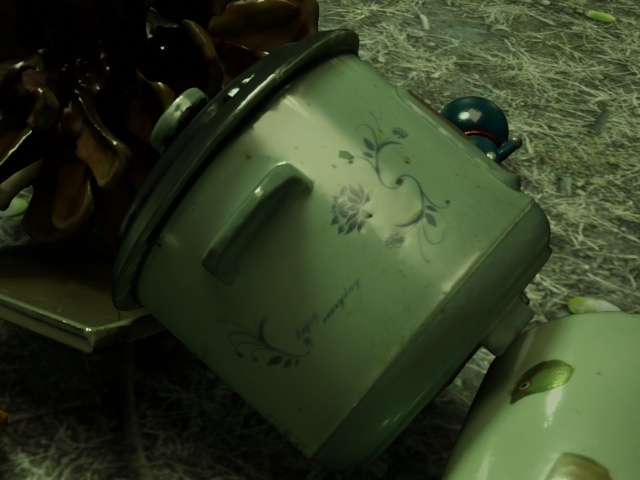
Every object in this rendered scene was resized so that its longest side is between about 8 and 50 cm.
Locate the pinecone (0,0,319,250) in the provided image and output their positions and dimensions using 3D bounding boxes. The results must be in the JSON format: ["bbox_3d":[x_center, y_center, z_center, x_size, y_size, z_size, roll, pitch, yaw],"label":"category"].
[{"bbox_3d":[-0.196,-0.149,0.878,0.384,0.384,0.384,4,36,-3],"label":"pinecone"}]

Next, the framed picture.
[{"bbox_3d":[-0.199,0.035,0.841,0.189,0.023,0.260,18,10,17],"label":"framed picture"}]

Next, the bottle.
[{"bbox_3d":[0.137,0.220,0.579,0.229,0.229,0.351,19,41,18],"label":"bottle"}]

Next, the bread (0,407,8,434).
[{"bbox_3d":[-0.435,0.107,0.668,0.370,0.191,0.314,-26,47,-34],"label":"bread"}]

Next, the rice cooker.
[{"bbox_3d":[0.000,0.000,0.722,0.316,0.264,0.316,38,10,-8],"label":"rice cooker"}]

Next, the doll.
[{"bbox_3d":[0.175,-0.110,1.141,0.114,0.085,0.152,-4,46,6],"label":"doll"}]
